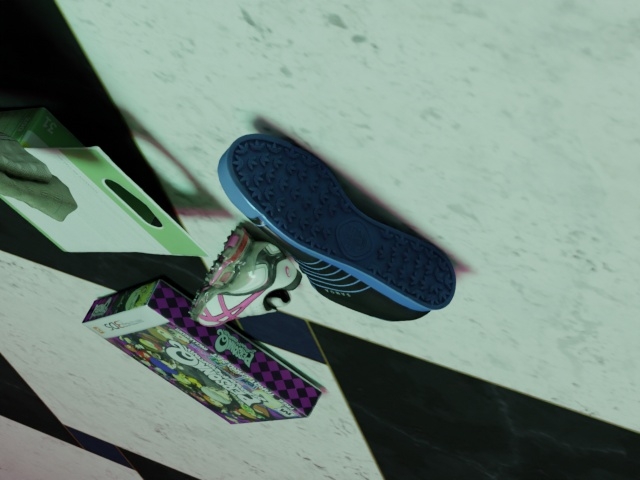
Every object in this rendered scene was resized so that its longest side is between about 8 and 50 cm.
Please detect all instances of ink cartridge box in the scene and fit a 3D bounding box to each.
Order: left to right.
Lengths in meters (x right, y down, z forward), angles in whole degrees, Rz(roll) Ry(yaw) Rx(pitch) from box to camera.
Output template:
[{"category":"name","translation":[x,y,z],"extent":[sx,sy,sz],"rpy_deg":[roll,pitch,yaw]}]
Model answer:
[{"category":"ink cartridge box","translation":[-0.218,-0.053,1.422],"extent":[0.235,0.056,0.171],"rpy_deg":[-1,144,44]}]

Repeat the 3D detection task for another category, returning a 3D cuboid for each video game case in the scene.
[{"category":"video game case","translation":[-0.140,0.133,1.736],"extent":[0.232,0.042,0.210],"rpy_deg":[37,157,-19]}]

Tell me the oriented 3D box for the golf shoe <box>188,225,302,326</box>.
[{"category":"golf shoe","translation":[-0.075,0.053,1.463],"extent":[0.086,0.067,0.186],"rpy_deg":[29,157,-5]}]

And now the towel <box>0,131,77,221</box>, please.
[{"category":"towel","translation":[-0.386,-0.140,1.251],"extent":[0.312,0.056,0.324],"rpy_deg":[31,-179,37]}]

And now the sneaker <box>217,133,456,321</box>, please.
[{"category":"sneaker","translation":[0.000,0.000,1.252],"extent":[0.232,0.081,0.090],"rpy_deg":[35,149,-19]}]
